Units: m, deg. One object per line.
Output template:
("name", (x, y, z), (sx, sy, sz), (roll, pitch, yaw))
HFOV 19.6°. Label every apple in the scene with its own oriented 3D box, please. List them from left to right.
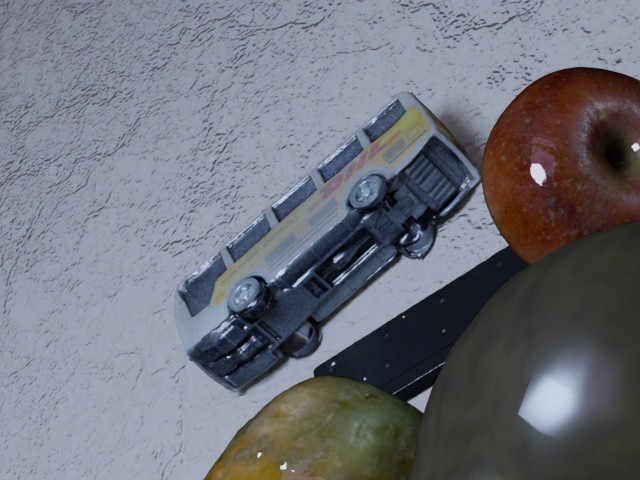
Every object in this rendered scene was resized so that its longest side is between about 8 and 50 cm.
("apple", (0.238, -0.053, 1.640), (0.162, 0.201, 0.201), (126, 163, -62))

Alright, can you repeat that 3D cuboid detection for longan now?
("longan", (0.230, 0.176, 1.298), (0.404, 0.404, 0.336), (-51, 54, -2))

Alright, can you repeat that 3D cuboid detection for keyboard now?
("keyboard", (0.124, 0.083, 1.756), (0.309, 0.018, 0.101), (-34, 41, 18))

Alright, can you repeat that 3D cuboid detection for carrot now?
("carrot", (-0.024, 0.287, 1.565), (0.224, 0.224, 0.341), (14, 63, 47))

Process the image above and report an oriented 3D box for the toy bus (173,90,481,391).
("toy bus", (0.000, 0.000, 1.872), (0.342, 0.097, 0.138), (-40, 38, 10))
